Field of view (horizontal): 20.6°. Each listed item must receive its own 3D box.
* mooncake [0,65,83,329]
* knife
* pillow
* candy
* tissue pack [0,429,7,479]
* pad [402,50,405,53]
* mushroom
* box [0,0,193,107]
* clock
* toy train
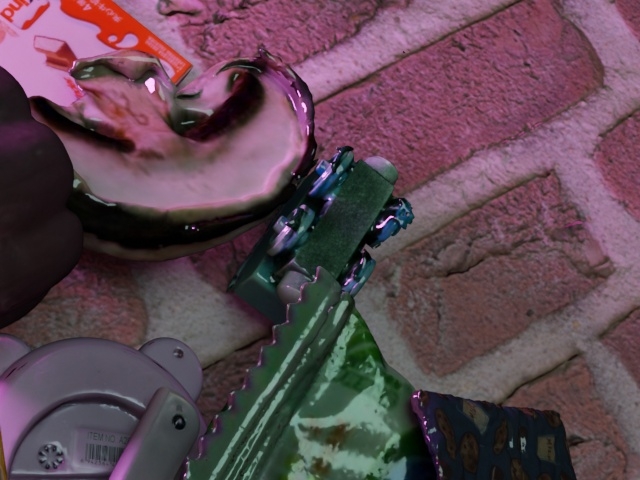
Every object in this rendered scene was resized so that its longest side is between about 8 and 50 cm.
[{"bbox_3d":[-0.366,-0.053,1.673,0.154,0.306,0.306,-29,80,-37],"label":"mooncake"},{"bbox_3d":[-0.176,0.257,1.616,0.073,0.040,0.265,34,55,-17],"label":"knife"},{"bbox_3d":[0.191,0.247,1.746,0.256,0.034,0.189,16,51,-48],"label":"pillow"},{"bbox_3d":[0.056,0.232,1.743,0.398,0.172,0.263,46,53,-33],"label":"candy"},{"bbox_3d":[-0.405,0.245,1.453,0.228,0.382,0.293,1,66,-26],"label":"tissue pack"},{"bbox_3d":[-0.022,-0.346,2.088,0.250,0.055,0.323,-27,79,-31],"label":"pad"},{"bbox_3d":[-0.167,-0.090,1.830,0.344,0.130,0.247,-27,71,-41],"label":"mushroom"},{"bbox_3d":[-0.317,-0.183,1.887,0.273,0.048,0.265,38,58,-4],"label":"box"},{"bbox_3d":[-0.223,0.249,1.688,0.296,0.113,0.322,3,64,-22],"label":"clock"},{"bbox_3d":[0.000,0.000,1.869,0.112,0.163,0.203,40,59,-8],"label":"toy train"}]
